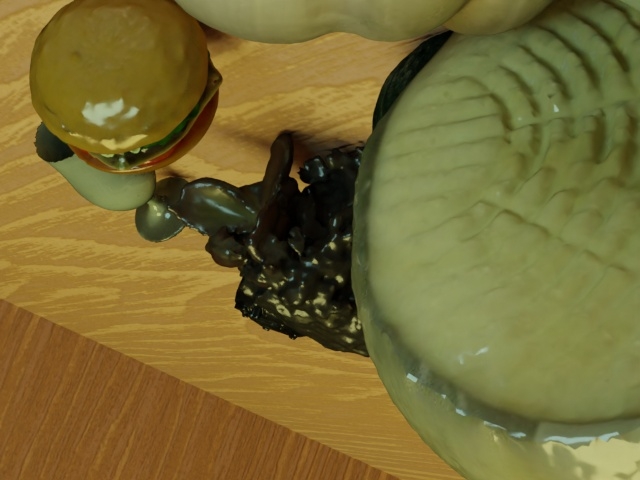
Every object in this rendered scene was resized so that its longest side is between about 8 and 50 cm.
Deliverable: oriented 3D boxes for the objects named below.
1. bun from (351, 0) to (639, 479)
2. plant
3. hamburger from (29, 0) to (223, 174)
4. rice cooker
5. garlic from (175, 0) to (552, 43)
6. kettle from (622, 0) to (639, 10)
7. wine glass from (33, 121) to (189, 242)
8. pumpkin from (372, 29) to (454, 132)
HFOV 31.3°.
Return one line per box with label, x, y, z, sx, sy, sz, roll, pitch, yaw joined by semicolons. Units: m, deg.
bun;0.198;0.003;0.611;0.364;0.364;0.202;7;146;36
plant;0.000;0.000;1.158;0.234;0.178;0.204;43;165;-29
hamburger;-0.162;-0.134;0.966;0.162;0.162;0.115;15;166;14
rice cooker;-0.051;0.071;1.538;0.112;0.106;0.165;17;173;21
garlic;0.010;-0.188;0.567;0.281;0.185;0.203;18;152;7
kettle;0.123;-0.203;0.376;0.318;0.205;0.265;25;165;-9
wine glass;-0.233;-0.078;1.303;0.093;0.093;0.202;8;159;34
pumpkin;0.135;-0.062;0.854;0.211;0.152;0.212;50;163;21
